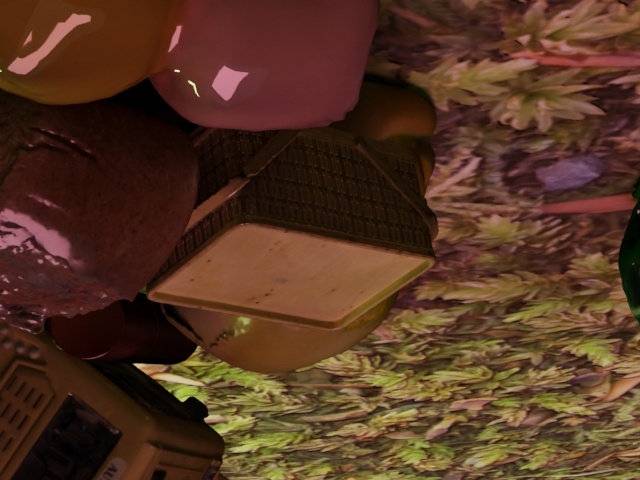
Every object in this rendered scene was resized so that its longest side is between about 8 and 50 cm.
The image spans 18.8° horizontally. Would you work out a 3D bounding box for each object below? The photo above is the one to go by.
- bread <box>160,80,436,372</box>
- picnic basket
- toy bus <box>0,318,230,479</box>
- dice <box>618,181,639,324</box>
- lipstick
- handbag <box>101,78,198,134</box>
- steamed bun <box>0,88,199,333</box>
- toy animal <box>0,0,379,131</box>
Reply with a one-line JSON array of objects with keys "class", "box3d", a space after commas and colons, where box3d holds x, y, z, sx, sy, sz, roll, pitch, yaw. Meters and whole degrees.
[{"class": "bread", "box3d": [-0.005, 0.012, 1.362, 0.158, 0.156, 0.261, 11, 153, -27]}, {"class": "picnic basket", "box3d": [-0.022, -0.011, 1.161, 0.164, 0.079, 0.115, 13, 147, -37]}, {"class": "toy bus", "box3d": [-0.196, 0.170, 1.516, 0.202, 0.177, 0.365, 33, 177, 10]}, {"class": "dice", "box3d": [0.300, 0.009, 1.433, 0.120, 0.131, 0.128, 3, 154, -15]}, {"class": "lipstick", "box3d": [-0.141, 0.066, 1.458, 0.057, 0.057, 0.356, -5, 175, 4]}, {"class": "handbag", "box3d": [-0.196, -0.076, 1.186, 0.326, 0.118, 0.269, 15, 143, -34]}, {"class": "steamed bun", "box3d": [-0.167, -0.014, 1.083, 0.145, 0.106, 0.175, 17, 145, -40]}, {"class": "toy animal", "box3d": [-0.088, -0.138, 0.991, 0.281, 0.169, 0.195, 8, 147, -26]}]
